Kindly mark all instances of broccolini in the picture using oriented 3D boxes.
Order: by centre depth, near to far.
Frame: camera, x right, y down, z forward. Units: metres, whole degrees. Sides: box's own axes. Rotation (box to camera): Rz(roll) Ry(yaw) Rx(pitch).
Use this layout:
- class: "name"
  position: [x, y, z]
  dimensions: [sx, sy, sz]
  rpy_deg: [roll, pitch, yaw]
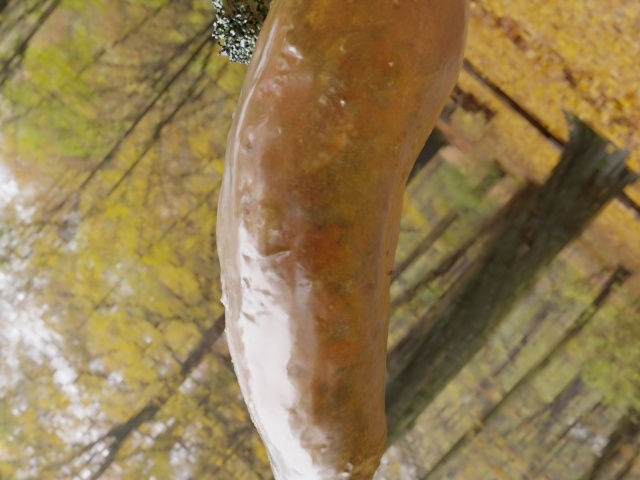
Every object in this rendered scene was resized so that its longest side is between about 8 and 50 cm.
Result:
- class: "broccolini"
  position: [-0.070, -0.224, 0.876]
  dimensions: [0.051, 0.054, 0.239]
  rpy_deg: [55, -164, -53]

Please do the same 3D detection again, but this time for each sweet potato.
- class: "sweet potato"
  position: [-0.001, 0.001, 0.518]
  dimensions: [0.097, 0.292, 0.097]
  rpy_deg: [10, -168, -2]
